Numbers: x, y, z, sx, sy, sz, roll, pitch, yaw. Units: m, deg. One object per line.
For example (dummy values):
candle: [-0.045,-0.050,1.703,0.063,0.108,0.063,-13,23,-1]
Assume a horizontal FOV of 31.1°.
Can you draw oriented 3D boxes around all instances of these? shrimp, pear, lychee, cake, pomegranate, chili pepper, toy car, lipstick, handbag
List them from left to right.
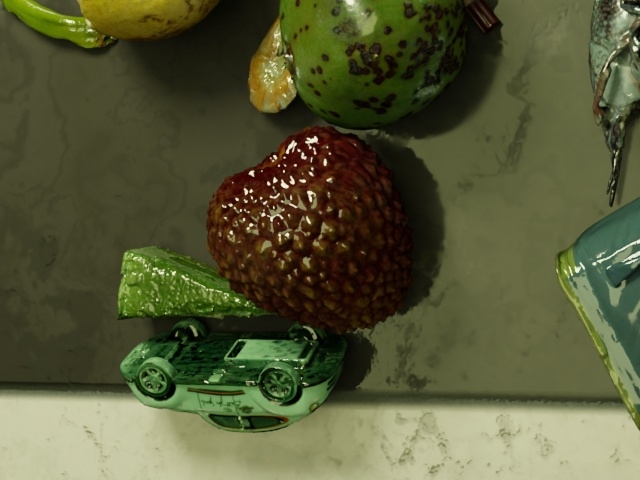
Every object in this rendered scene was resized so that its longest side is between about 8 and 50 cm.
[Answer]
chili pepper: [-0.381,-0.317,1.639,0.201,0.050,0.052,25,136,14]
pear: [-0.239,-0.384,1.482,0.271,0.271,0.271,1,93,18]
cake: [-0.150,0.057,1.549,0.235,0.100,0.099,-1,92,18]
toy car: [-0.111,0.186,1.530,0.306,0.136,0.125,-3,113,19]
shrimp: [-0.041,-0.257,1.523,0.101,0.042,0.190,27,98,41]
lychee: [0.000,0.000,1.437,0.271,0.271,0.271,1,93,18]
pomegranate: [0.075,-0.261,1.397,0.270,0.254,0.254,-30,82,-18]
lipstick: [0.167,-0.339,1.469,0.027,0.027,0.176,-38,80,16]
shrimp: [0.380,-0.228,1.330,0.137,0.172,0.372,-1,85,13]
handbag: [0.431,0.062,1.302,0.241,0.222,0.263,-28,83,22]
